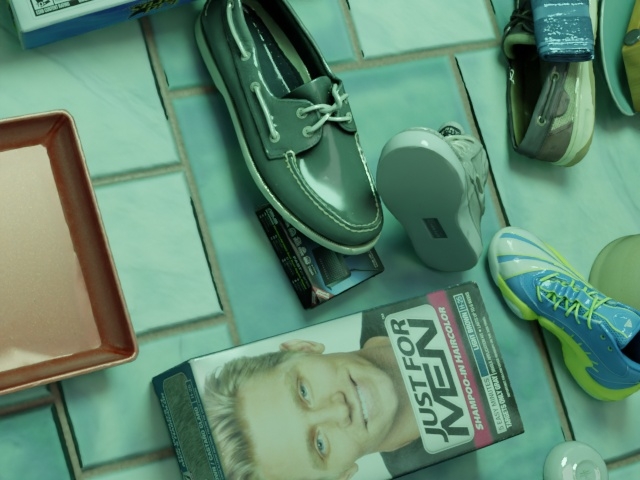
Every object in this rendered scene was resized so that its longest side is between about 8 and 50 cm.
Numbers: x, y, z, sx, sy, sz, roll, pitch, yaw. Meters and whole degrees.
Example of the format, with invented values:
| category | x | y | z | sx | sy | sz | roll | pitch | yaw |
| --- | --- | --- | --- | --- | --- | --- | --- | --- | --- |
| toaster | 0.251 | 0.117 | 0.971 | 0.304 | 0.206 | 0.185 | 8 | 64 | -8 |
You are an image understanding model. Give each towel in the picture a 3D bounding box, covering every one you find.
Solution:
| category | x | y | z | sx | sy | sz | roll | pitch | yaw |
| --- | --- | --- | --- | --- | --- | --- | --- | --- | --- |
| towel | 0.271 | -0.257 | 1.850 | 0.067 | 0.029 | 0.119 | -1 | 69 | -6 |

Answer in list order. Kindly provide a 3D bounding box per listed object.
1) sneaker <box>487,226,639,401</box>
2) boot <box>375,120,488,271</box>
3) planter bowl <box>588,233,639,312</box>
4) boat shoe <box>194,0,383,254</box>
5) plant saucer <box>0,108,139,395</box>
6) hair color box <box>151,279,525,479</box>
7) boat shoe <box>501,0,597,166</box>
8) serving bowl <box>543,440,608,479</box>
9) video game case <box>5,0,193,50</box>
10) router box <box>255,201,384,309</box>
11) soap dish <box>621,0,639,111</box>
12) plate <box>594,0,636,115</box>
| category | x | y | z | sx | sy | sz | roll | pitch | yaw |
| --- | --- | --- | --- | --- | --- | --- | --- | --- | --- |
| sneaker | 0.294 | 0.070 | 1.820 | 0.240 | 0.126 | 0.091 | 48 | 60 | -9 |
| boot | 0.122 | -0.077 | 1.730 | 0.095 | 0.258 | 0.123 | 1 | 62 | 14 |
| planter bowl | 0.406 | 0.060 | 1.894 | 0.162 | 0.109 | 0.162 | 8 | 72 | -27 |
| boat shoe | -0.024 | -0.134 | 1.693 | 0.116 | 0.099 | 0.319 | -21 | 75 | -34 |
| plant saucer | -0.326 | 0.021 | 1.546 | 0.258 | 0.048 | 0.259 | -13 | 83 | -31 |
| hair color box | 0.023 | 0.168 | 1.660 | 0.347 | 0.105 | 0.174 | -15 | 83 | -30 |
| boat shoe | 0.257 | -0.228 | 1.900 | 0.092 | 0.103 | 0.285 | 5 | 79 | -31 |
| serving bowl | 0.289 | 0.262 | 1.821 | 0.083 | 0.027 | 0.083 | 8 | 74 | -27 |
| video game case | -0.210 | -0.345 | 1.648 | 0.269 | 0.061 | 0.244 | -18 | 80 | -13 |
| router box | 0.000 | 0.000 | 1.732 | 0.092 | 0.038 | 0.122 | -27 | 90 | -32 |
| soap dish | 0.486 | -0.302 | 1.949 | 0.118 | 0.229 | 0.291 | 43 | 53 | -31 |
| plate | 0.358 | -0.242 | 1.961 | 0.188 | 0.024 | 0.188 | 5 | 85 | -62 |
